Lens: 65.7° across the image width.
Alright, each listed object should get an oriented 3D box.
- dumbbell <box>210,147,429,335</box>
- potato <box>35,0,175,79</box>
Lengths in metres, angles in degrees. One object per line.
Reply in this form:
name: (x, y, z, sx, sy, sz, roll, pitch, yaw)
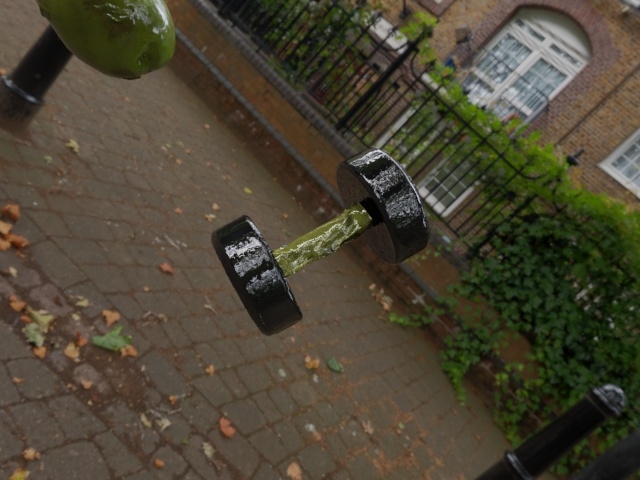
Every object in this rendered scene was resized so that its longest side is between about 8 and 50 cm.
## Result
dumbbell: (0.000, 0.000, 0.837, 0.204, 0.322, 0.204, 58, -10, 16)
potato: (-0.343, -0.368, 0.777, 0.253, 0.186, 0.148, 34, 48, 3)
